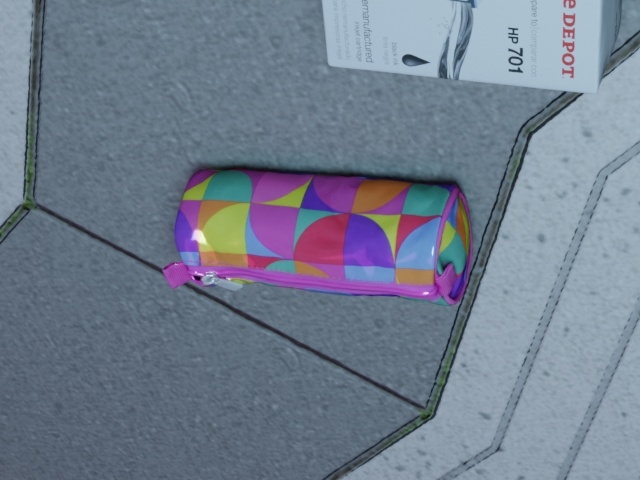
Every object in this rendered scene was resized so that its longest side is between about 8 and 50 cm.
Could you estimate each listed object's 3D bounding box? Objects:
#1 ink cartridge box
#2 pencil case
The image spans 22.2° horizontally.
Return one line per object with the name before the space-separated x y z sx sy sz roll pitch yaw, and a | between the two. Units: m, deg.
ink cartridge box | 0.100 -0.182 1.081 0.190 0.082 0.140 9 133 17
pencil case | 0.000 0.000 1.279 0.236 0.104 0.104 2 131 20
